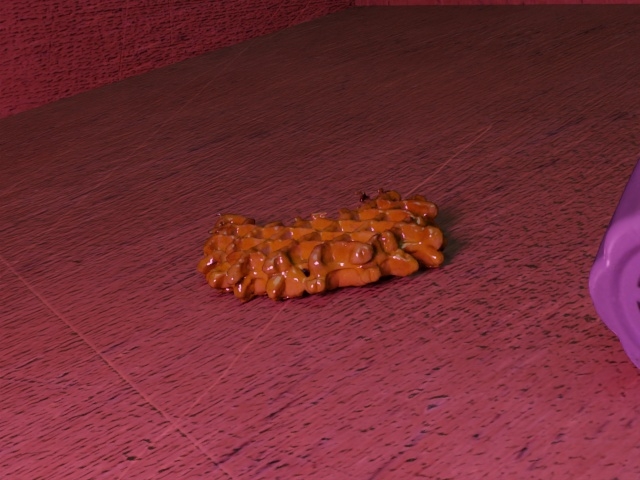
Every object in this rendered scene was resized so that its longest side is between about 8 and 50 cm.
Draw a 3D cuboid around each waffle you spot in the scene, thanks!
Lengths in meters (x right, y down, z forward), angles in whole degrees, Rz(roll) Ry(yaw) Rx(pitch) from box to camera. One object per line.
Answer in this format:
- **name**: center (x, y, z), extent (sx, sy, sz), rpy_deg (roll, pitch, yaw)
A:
- **waffle**: center (0.000, 0.000, 1.569), extent (0.293, 0.069, 0.260), rpy_deg (-10, 17, -4)

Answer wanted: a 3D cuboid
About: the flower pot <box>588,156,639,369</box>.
- **flower pot**: center (0.367, 0.003, 1.174), extent (0.265, 0.265, 0.243), rpy_deg (8, 38, 40)
